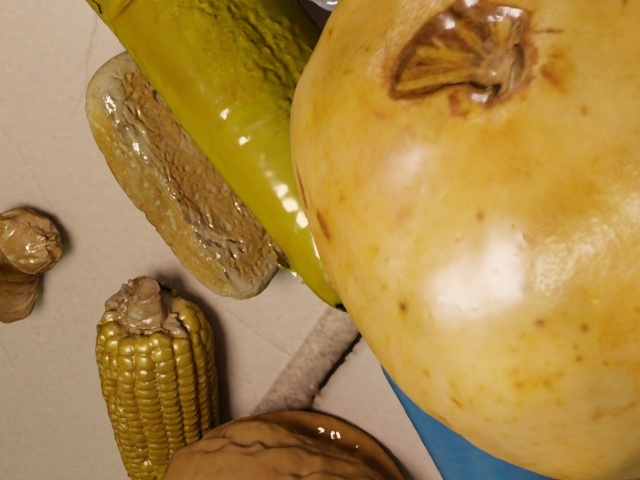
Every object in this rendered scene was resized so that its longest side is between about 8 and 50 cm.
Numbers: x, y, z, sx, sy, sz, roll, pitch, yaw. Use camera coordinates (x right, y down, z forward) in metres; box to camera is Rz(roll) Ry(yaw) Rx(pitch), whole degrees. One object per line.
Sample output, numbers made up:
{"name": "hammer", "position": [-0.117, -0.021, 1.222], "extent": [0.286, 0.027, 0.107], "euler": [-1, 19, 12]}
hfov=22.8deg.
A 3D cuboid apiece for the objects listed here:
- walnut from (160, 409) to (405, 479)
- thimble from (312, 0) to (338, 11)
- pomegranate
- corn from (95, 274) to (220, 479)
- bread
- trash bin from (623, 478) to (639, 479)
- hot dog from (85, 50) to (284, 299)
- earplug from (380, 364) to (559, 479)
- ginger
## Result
{"name": "walnut", "position": [-0.032, 0.282, 1.503], "extent": [0.257, 0.257, 0.224], "euler": [33, 169, 9]}
{"name": "thimble", "position": [0.045, -0.248, 0.998], "extent": [0.236, 0.172, 0.205], "euler": [22, 134, 24]}
{"name": "pomegranate", "position": [0.150, -0.036, 0.848], "extent": [0.332, 0.332, 0.332], "euler": [22, 137, 22]}
{"name": "corn", "position": [-0.157, 0.158, 1.577], "extent": [0.119, 0.119, 0.322], "euler": [23, 142, 20]}
{"name": "bread", "position": [-0.038, -0.113, 1.159], "extent": [0.112, 0.166, 0.383], "euler": [-40, 79, 18]}
{"name": "trash bin", "position": [0.337, 0.262, 1.233], "extent": [0.290, 0.182, 0.209], "euler": [23, 137, 12]}
{"name": "hot dog", "position": [-0.125, -0.052, 1.381], "extent": [0.073, 0.084, 0.242], "euler": [-17, 115, 45]}
{"name": "earplug", "position": [0.156, 0.179, 1.342], "extent": [0.132, 0.132, 0.273], "euler": [3, 131, 37]}
{"name": "ginger", "position": [-0.316, 0.024, 1.615], "extent": [0.095, 0.069, 0.190], "euler": [48, 141, 0]}
